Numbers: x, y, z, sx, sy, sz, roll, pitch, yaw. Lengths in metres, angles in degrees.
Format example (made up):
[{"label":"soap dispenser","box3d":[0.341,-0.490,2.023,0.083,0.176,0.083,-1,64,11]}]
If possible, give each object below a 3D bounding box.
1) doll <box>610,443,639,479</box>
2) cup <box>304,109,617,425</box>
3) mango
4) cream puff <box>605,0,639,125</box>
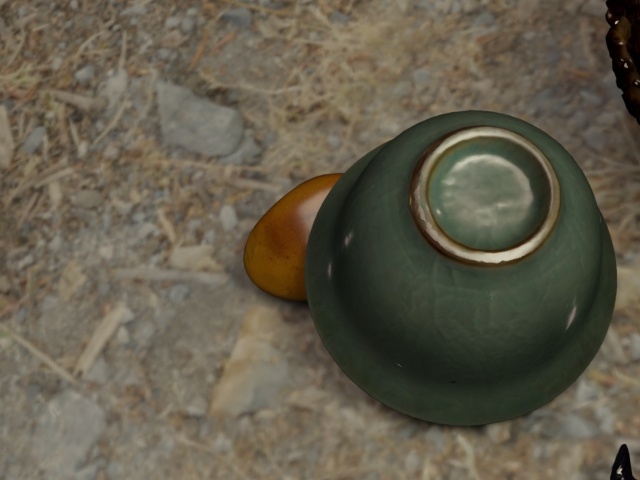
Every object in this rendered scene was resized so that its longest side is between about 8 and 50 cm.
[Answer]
[{"label":"doll","box3d":[0.150,0.212,0.614,0.314,0.141,0.177,-45,46,-11]},{"label":"cup","box3d":[0.088,-0.003,0.706,0.199,0.150,0.199,0,72,1]},{"label":"mango","box3d":[0.000,0.000,0.822,0.114,0.060,0.080,-14,77,11]},{"label":"cream puff","box3d":[0.270,-0.108,0.685,0.239,0.239,0.165,45,122,32]}]
